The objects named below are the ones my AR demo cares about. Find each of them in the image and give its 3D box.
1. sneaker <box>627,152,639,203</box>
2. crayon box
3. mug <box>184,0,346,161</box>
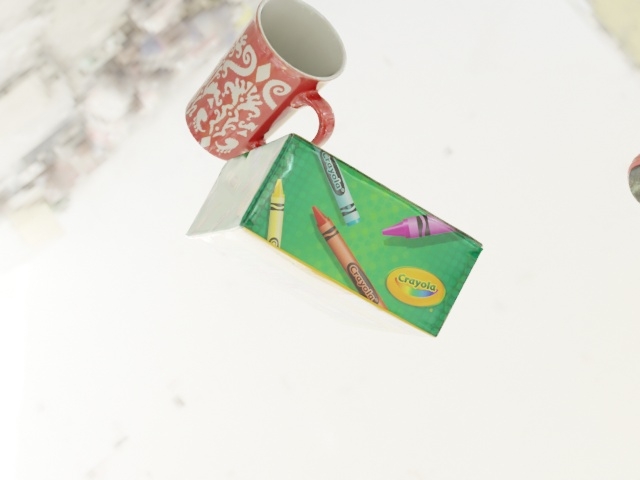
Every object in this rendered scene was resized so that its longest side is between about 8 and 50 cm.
[{"bbox_3d":[0.532,-0.049,1.828,0.136,0.314,0.116,-60,-169,-25],"label":"sneaker"},{"bbox_3d":[0.000,0.000,1.178,0.081,0.165,0.278,-62,-169,-7],"label":"crayon box"},{"bbox_3d":[-0.064,-0.154,1.591,0.113,0.150,0.169,18,138,-31],"label":"mug"}]
